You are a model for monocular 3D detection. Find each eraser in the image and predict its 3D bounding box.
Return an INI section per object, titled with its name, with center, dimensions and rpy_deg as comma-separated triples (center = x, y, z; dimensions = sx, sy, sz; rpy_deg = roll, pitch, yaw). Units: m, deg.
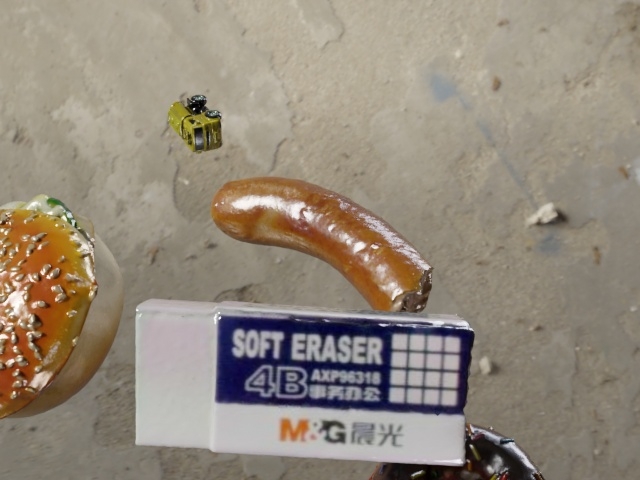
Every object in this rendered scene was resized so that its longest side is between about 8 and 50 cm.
[eraser]
center = -0.017, 0.121, 0.751
dimensions = 0.287, 0.086, 0.130
rpy_deg = 2, 94, 0

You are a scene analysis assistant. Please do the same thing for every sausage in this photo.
[sausage]
center = 0.002, -0.004, 0.918
dimensions = 0.103, 0.302, 0.076
rpy_deg = -48, 142, -18

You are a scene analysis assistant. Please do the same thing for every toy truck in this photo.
[toy truck]
center = -0.163, -0.152, 1.127
dimensions = 0.054, 0.049, 0.083
rpy_deg = -17, 41, -25

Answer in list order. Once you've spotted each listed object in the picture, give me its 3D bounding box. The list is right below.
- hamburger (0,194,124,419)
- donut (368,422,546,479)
[hamburger]
center = -0.297, 0.071, 0.845
dimensions = 0.147, 0.237, 0.237
rpy_deg = 41, 56, -40
[donut]
center = 0.157, 0.306, 0.981
dimensions = 0.235, 0.089, 0.235
rpy_deg = -4, 46, 4
